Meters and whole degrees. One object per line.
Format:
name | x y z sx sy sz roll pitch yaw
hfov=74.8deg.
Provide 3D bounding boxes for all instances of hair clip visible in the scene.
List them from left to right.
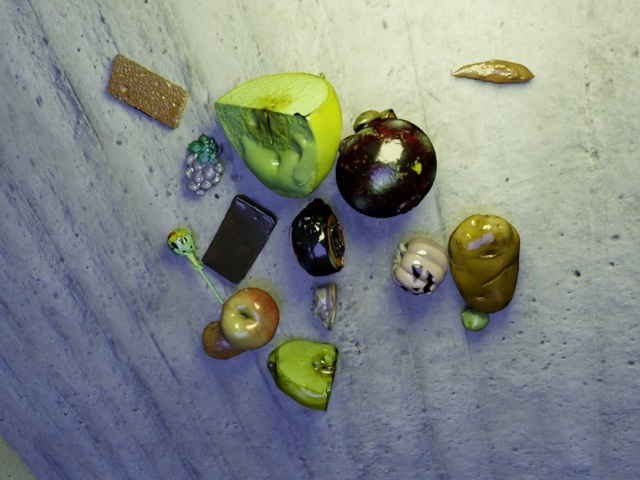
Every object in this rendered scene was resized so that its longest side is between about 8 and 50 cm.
hair clip | -0.361 -0.233 1.309 0.124 0.052 0.195 9 110 -5

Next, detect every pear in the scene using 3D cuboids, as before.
pear | -0.072 -0.264 1.126 0.343 0.238 0.317 21 141 33
pear | -0.075 0.490 1.513 0.256 0.238 0.163 11 124 3

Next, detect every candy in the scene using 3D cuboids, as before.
candy | -0.416 0.093 1.434 0.091 0.083 0.305 -25 100 51

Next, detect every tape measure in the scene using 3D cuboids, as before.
tape measure | 0.000 0.000 1.271 0.135 0.202 0.222 -13 109 19

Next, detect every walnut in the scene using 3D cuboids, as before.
walnut | -0.371 0.393 1.601 0.212 0.087 0.167 -16 109 17

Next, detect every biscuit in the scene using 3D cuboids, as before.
biscuit | -0.510 -0.436 1.236 0.231 0.025 0.131 29 117 -5

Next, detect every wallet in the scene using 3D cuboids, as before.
wallet | -0.276 0.003 1.410 0.165 0.042 0.309 31 118 -5

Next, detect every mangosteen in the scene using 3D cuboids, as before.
mangosteen | 0.165 -0.200 1.112 0.289 0.288 0.287 4 117 8

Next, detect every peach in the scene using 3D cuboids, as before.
peach | -0.244 0.277 1.461 0.233 0.232 0.232 4 117 8

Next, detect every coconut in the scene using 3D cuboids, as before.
coconut | 0.506 0.257 1.379 0.096 0.087 0.087 20 119 -9

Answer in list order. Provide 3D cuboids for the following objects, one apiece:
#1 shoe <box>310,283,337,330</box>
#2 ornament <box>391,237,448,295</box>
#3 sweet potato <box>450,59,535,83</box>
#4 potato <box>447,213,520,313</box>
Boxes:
shoe | 0.008 0.233 1.451 0.093 0.089 0.179 4 115 7
ornament | 0.294 0.076 1.274 0.178 0.177 0.177 4 117 8
sweet potato | 0.434 -0.426 1.055 0.206 0.068 0.059 5 93 14
potato | 0.493 0.075 1.254 0.177 0.195 0.368 15 136 44
